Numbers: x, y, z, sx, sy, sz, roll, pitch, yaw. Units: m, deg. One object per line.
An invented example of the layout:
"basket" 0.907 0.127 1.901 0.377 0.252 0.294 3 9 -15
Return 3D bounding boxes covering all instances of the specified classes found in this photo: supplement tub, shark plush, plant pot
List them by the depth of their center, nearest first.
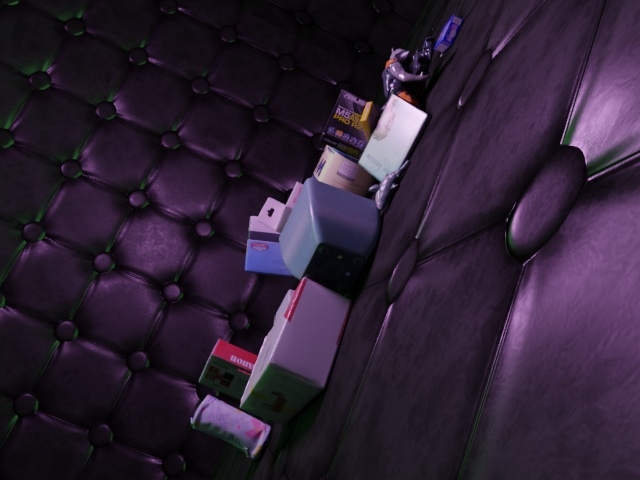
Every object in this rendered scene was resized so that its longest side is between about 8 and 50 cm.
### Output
"plant pot" 0.029 0.012 1.566 0.252 0.247 0.247 -93 26 -57
"shark plush" 0.220 -0.163 1.593 0.161 0.073 0.067 -44 29 9
"supplement tub" 0.089 -0.239 2.107 0.235 0.236 0.324 -76 12 -66

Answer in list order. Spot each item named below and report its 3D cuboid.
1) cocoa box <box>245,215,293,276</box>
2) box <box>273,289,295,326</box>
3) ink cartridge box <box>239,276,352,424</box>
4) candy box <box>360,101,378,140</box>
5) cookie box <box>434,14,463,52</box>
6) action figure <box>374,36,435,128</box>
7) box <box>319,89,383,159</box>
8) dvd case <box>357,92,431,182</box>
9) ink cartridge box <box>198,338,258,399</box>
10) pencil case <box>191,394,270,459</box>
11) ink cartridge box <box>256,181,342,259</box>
"cocoa box" -0.131 0.039 2.230 0.231 0.348 0.227 152 124 -82
"box" -0.089 0.302 1.870 0.180 0.119 0.181 -87 19 -44
"ink cartridge box" -0.077 0.329 1.533 0.384 0.161 0.279 122 172 -53
"candy box" 0.183 -0.348 1.793 0.205 0.027 0.105 63 -148 -41
"cookie box" 0.431 -0.693 1.808 0.107 0.040 0.091 -128 62 -84
"action figure" 0.270 -0.513 1.771 0.341 0.179 0.329 93 180 -66
"box" 0.158 -0.399 1.946 0.060 0.270 0.216 123 171 -65
"dvd case" 0.221 -0.307 1.658 0.180 0.022 0.252 47 120 42
"ink cartridge box" -0.333 0.561 2.301 0.271 0.310 0.130 120 173 -45
"pencil case" -0.307 0.645 1.858 0.124 0.273 0.113 -62 -3 -19
"ink cartridge box" -0.032 -0.085 1.941 0.207 0.354 0.119 -74 9 -58
